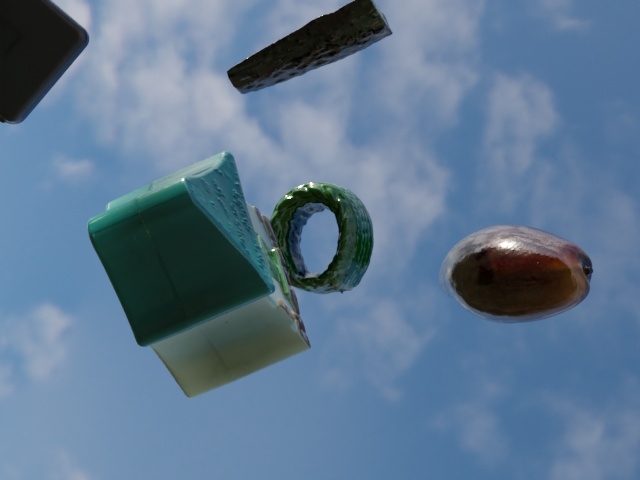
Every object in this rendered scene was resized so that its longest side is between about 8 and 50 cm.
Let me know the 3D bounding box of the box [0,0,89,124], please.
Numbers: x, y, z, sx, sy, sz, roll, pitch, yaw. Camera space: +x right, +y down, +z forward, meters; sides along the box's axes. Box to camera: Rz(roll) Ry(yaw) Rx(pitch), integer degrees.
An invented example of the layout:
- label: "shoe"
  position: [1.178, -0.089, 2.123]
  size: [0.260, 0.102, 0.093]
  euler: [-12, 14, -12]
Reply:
- label: "box"
  position: [-0.420, -0.268, 1.685]
  size: [0.230, 0.160, 0.050]
  euler: [40, -6, -7]

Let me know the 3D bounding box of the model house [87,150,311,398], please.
- label: "model house"
  position: [-0.085, 0.013, 0.922]
  size: [0.149, 0.100, 0.127]
  euler: [57, 10, -52]

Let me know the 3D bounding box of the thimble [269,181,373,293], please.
- label: "thimble"
  position: [0.000, 0.000, 1.574]
  size: [0.118, 0.090, 0.130]
  euler: [-21, -101, 14]

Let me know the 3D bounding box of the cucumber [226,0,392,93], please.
- label: "cucumber"
  position: [-0.013, -0.242, 1.754]
  size: [0.211, 0.078, 0.062]
  euler: [-29, -93, 10]

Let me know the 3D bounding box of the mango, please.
- label: "mango"
  position: [0.220, 0.040, 1.636]
  size: [0.111, 0.133, 0.267]
  euler: [52, -19, -18]
